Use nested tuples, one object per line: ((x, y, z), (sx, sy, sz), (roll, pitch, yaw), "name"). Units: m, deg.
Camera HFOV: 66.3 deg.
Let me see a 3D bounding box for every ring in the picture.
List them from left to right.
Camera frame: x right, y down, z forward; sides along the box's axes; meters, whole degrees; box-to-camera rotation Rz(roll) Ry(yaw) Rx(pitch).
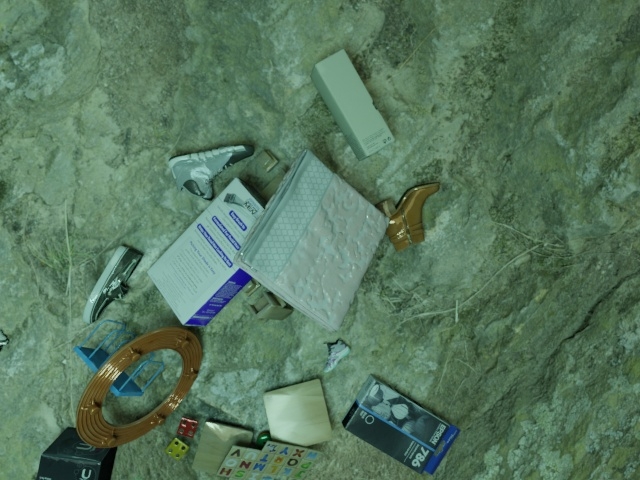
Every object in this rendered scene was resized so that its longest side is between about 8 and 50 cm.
((-0.419, 0.360, 1.183), (0.032, 0.336, 0.336), (31, 87, 30), "ring")

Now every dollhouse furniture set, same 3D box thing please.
((-0.126, -0.005, 1.334), (0.303, 0.174, 0.355), (-42, 68, 8), "dollhouse furniture set")

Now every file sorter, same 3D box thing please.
((-0.496, 0.293, 1.225), (0.170, 0.118, 0.104), (38, 83, 18), "file sorter")

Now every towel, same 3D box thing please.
((0.000, 0.000, 1.156), (0.317, 0.053, 0.331), (39, 68, -27), "towel")

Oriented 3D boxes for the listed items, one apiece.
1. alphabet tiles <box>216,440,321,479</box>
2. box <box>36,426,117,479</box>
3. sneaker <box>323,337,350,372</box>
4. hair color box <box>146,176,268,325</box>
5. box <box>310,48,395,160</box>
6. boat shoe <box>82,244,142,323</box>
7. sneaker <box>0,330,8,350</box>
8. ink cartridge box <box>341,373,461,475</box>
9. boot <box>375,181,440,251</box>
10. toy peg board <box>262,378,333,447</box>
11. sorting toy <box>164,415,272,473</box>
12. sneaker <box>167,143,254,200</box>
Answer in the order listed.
((-0.144, 0.604, 1.302), (0.237, 0.009, 0.198), (19, 116, -20), "alphabet tiles")
((-0.620, 0.638, 1.225), (0.144, 0.165, 0.270), (12, 91, -8), "box")
((0.028, 0.315, 1.369), (0.098, 0.038, 0.069), (-44, 95, -14), "sneaker")
((-0.249, 0.032, 1.221), (0.339, 0.110, 0.185), (-45, 68, 8), "hair color box")
((0.084, -0.357, 1.313), (0.094, 0.113, 0.275), (-31, 97, -6), "box")
((-0.535, 0.122, 1.262), (0.070, 0.078, 0.219), (27, 87, -7), "boat shoe")
((-0.846, 0.280, 1.244), (0.109, 0.040, 0.043), (-42, 99, -4), "sneaker")
((0.240, 0.537, 1.392), (0.333, 0.065, 0.165), (32, 87, -9), "ink cartridge box")
((0.265, -0.068, 1.370), (0.197, 0.073, 0.152), (-24, 94, 6), "boot")
((-0.064, 0.479, 1.351), (0.161, 0.079, 0.160), (-13, 78, -7), "toy peg board")
((-0.273, 0.558, 1.329), (0.275, 0.046, 0.132), (16, 90, -9), "sorting toy")
((-0.276, -0.175, 1.292), (0.229, 0.086, 0.132), (-11, 98, 3), "sneaker")
